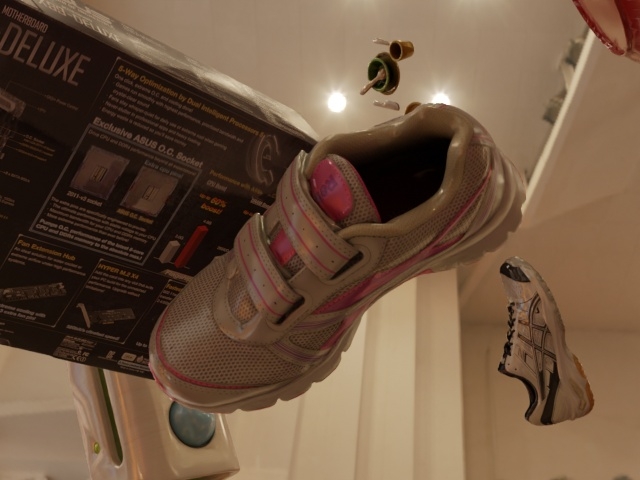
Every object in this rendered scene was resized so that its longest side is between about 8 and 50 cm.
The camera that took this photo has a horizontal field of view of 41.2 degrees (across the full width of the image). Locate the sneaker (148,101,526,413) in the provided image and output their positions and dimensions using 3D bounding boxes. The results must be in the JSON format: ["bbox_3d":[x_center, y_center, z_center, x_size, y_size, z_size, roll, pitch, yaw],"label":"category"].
[{"bbox_3d":[0.000,0.000,0.492,0.252,0.103,0.111,-37,-30,-3],"label":"sneaker"}]

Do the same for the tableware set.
[{"bbox_3d":[0.083,-0.143,0.936,0.024,0.104,0.154,-16,-64,-33],"label":"tableware set"}]

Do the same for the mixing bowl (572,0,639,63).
[{"bbox_3d":[0.176,-0.156,0.428,0.098,0.181,0.181,-30,-57,10],"label":"mixing bowl"}]

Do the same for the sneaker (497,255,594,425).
[{"bbox_3d":[0.100,0.049,0.412,0.036,0.083,0.032,-21,-13,3],"label":"sneaker"}]

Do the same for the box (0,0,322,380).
[{"bbox_3d":[-0.180,-0.035,0.601,0.307,0.076,0.242,21,-67,-37],"label":"box"}]

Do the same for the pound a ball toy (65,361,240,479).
[{"bbox_3d":[-0.166,0.119,0.969,0.208,0.319,0.135,6,-32,-47],"label":"pound a ball toy"}]
